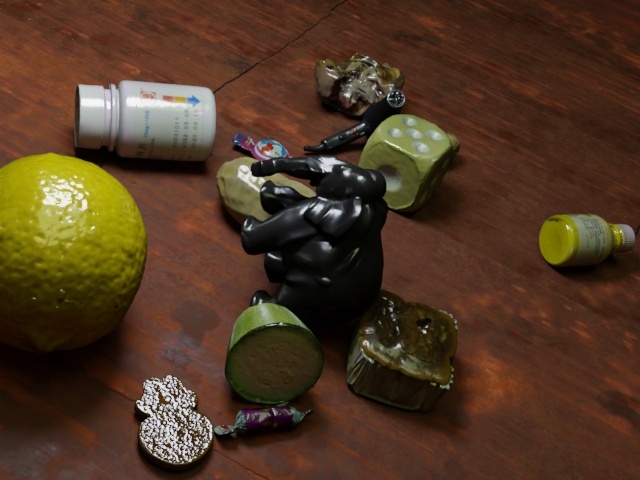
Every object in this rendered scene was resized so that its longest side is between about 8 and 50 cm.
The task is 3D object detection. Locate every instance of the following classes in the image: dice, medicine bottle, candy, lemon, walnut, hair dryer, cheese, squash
[{"bbox_3d":[0.198,-0.182,1.975,0.169,0.166,0.169,32,42,16],"label":"dice"},{"bbox_3d":[-0.383,-0.263,1.844,0.293,0.170,0.170,2,42,-20],"label":"medicine bottle"},{"bbox_3d":[-0.091,0.297,1.407,0.175,0.045,0.043,-3,78,-26],"label":"candy"},{"bbox_3d":[-0.439,0.019,1.388,0.336,0.336,0.336,11,40,-9],"label":"lemon"},{"bbox_3d":[0.096,-0.411,2.228,0.238,0.141,0.204,10,29,-6],"label":"walnut"},{"bbox_3d":[0.081,-0.265,2.049,0.272,0.235,0.091,-30,85,-13],"label":"hair dryer"},{"bbox_3d":[0.629,-0.002,1.964,0.213,0.121,0.122,-2,44,-23],"label":"medicine bottle"},{"bbox_3d":[-0.137,-0.215,1.986,0.145,0.038,0.095,22,39,3],"label":"cheese"},{"bbox_3d":[-0.086,0.190,1.452,0.170,0.170,0.123,4,23,-16],"label":"squash"}]

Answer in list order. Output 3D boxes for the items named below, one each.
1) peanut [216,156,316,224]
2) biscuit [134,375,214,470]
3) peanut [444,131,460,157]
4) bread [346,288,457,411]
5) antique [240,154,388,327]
[{"bbox_3d":[-0.090,-0.068,1.751,0.313,0.152,0.152,36,43,23],"label":"peanut"},{"bbox_3d":[-0.239,0.295,1.364,0.124,0.026,0.175,-2,44,-25],"label":"biscuit"},{"bbox_3d":[0.268,-0.230,2.127,0.193,0.089,0.089,-5,44,-19],"label":"peanut"},{"bbox_3d":[0.154,0.197,1.562,0.192,0.109,0.210,20,39,1],"label":"bread"},{"bbox_3d":[0.000,0.000,1.558,0.255,0.322,0.185,-4,6,24],"label":"antique"}]
